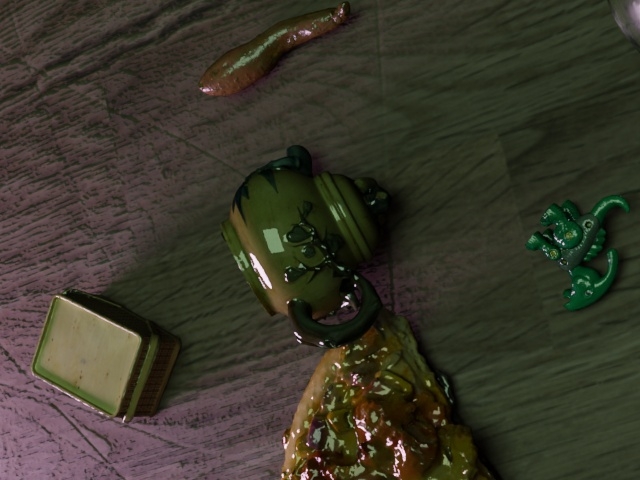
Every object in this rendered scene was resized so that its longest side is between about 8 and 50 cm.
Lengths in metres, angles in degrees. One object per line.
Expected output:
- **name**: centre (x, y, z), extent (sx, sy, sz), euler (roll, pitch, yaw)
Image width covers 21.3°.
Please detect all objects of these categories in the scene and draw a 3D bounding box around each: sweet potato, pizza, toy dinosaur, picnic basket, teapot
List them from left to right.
- **picnic basket**: centre (-0.260, 0.138, 2.056), extent (0.164, 0.079, 0.115), euler (26, 101, 30)
- **sweet potato**: centre (-0.050, -0.226, 1.978), extent (0.214, 0.050, 0.050), euler (-28, 73, 22)
- **teapot**: centre (0.000, 0.000, 1.868), extent (0.182, 0.173, 0.269), euler (-29, 52, 0)
- **pizza**: centre (0.066, 0.280, 1.838), extent (0.277, 0.114, 0.409), euler (13, 96, 36)
- **toy dinosaur**: centre (0.274, 0.005, 1.766), extent (0.096, 0.059, 0.132), euler (41, 115, 18)

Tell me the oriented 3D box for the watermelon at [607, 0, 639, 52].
- **watermelon**: centre (0.389, -0.264, 1.610), extent (0.242, 0.242, 0.242), euler (-3, 85, 31)
